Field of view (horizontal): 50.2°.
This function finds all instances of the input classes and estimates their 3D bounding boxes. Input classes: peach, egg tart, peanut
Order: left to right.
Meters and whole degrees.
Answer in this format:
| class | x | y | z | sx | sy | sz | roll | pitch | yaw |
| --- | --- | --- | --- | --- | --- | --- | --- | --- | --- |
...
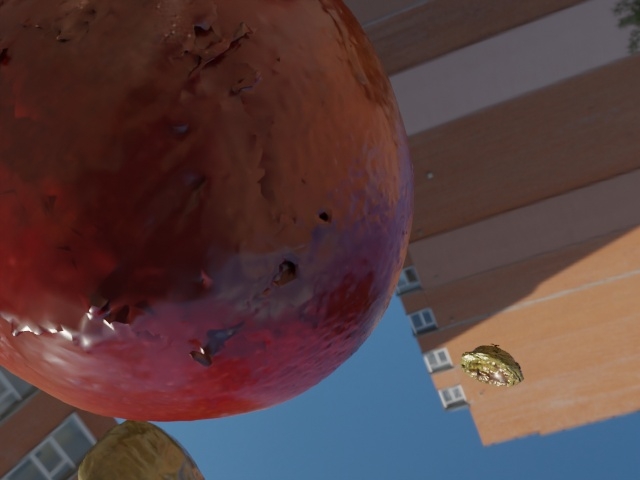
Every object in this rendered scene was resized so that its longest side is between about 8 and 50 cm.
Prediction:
| class | x | y | z | sx | sy | sz | roll | pitch | yaw |
| --- | --- | --- | --- | --- | --- | --- | --- | --- | --- |
| peach | -0.111 | -0.040 | 0.467 | 0.370 | 0.370 | 0.370 | -19 | -153 | 10 |
| peanut | -0.195 | 0.375 | 0.881 | 0.152 | 0.313 | 0.152 | -30 | -168 | 7 |
| egg tart | 0.342 | 0.246 | 1.356 | 0.130 | 0.130 | 0.052 | -2 | -129 | 38 |
